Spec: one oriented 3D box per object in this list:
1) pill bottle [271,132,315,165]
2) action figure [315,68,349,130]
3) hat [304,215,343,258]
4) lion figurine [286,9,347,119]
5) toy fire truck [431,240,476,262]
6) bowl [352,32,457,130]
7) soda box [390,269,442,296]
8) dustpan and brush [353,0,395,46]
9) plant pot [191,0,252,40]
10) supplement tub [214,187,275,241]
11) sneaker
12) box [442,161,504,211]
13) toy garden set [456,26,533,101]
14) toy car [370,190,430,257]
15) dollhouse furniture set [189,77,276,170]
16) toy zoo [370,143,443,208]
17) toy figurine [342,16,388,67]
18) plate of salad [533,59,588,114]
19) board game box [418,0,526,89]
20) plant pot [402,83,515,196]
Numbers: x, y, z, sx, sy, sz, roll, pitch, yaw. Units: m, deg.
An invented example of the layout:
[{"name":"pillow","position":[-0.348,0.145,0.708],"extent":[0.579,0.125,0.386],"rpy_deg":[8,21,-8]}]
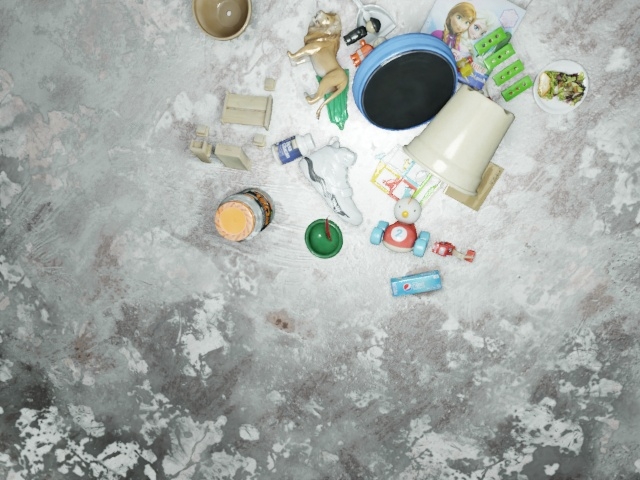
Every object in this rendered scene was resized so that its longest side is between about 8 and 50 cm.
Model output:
[{"name":"pill bottle","position":[-0.109,-0.383,1.927],"extent":[0.169,0.094,0.094],"rpy_deg":[-20,100,12]},{"name":"action figure","position":[0.066,-0.560,1.875],"extent":[0.137,0.063,0.233],"rpy_deg":[-8,96,11]},{"name":"hat","position":[0.000,0.000,1.955],"extent":[0.172,0.183,0.209],"rpy_deg":[-15,101,11]},{"name":"lion figurine","position":[0.018,-0.674,1.782],"extent":[0.240,0.142,0.393],"rpy_deg":[-22,82,4]},{"name":"toy fire truck","position":[0.552,0.048,1.917],"extent":[0.135,0.192,0.047],"rpy_deg":[27,106,30]},{"name":"bowl","position":[0.314,-0.563,1.709],"extent":[0.390,0.077,0.391],"rpy_deg":[-6,145,-4]},{"name":"soda box","position":[0.410,0.184,2.001],"extent":[0.209,0.071,0.067],"rpy_deg":[-11,101,10]},{"name":"dustpan and brush","position":[0.176,-0.869,1.792],"extent":[0.147,0.060,0.211],"rpy_deg":[-36,96,14]},{"name":"plant pot","position":[-0.376,-0.909,1.832],"extent":[0.237,0.110,0.238],"rpy_deg":[2,104,7]},{"name":"supplement tub","position":[-0.308,-0.106,1.903],"extent":[0.193,0.316,0.194],"rpy_deg":[2,104,7]},{"name":"sneaker","position":[0.096,-0.245,1.908],"extent":[0.210,0.137,0.366],"rpy_deg":[-40,92,17]},{"name":"box","position":[0.623,-0.243,1.899],"extent":[0.164,0.021,0.201],"rpy_deg":[29,105,0]},{"name":"toy garden set","position":[0.635,-0.624,1.730],"extent":[0.203,0.049,0.244],"rpy_deg":[-32,104,17]},{"name":"toy car","position":[0.339,-0.086,1.866],"extent":[0.219,0.210,0.238],"rpy_deg":[15,111,15]},{"name":"dollhouse furniture set","position":[-0.352,-0.496,1.956],"extent":[0.302,0.174,0.356],"rpy_deg":[8,80,6]},{"name":"toy zoo","position":[0.343,-0.262,1.927],"extent":[0.293,0.030,0.192],"rpy_deg":[36,105,-2]},{"name":"toy figurine","position":[0.198,-0.696,1.745],"extent":[0.148,0.213,0.209],"rpy_deg":[-25,140,16]},{"name":"plate of salad","position":[0.918,-0.583,1.766],"extent":[0.199,0.048,0.200],"rpy_deg":[2,103,7]},{"name":"board game box","position":[0.547,-0.782,1.758],"extent":[0.318,0.066,0.318],"rpy_deg":[27,105,-1]},{"name":"plant pot","position":[0.524,-0.381,1.698],"extent":[0.333,0.334,0.306],"rpy_deg":[32,113,-1]}]
